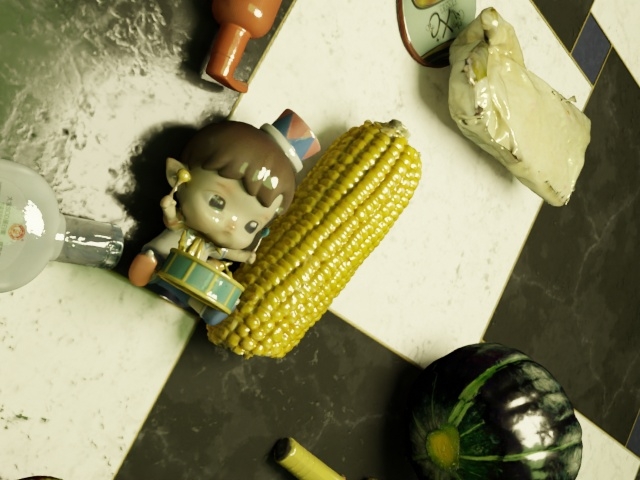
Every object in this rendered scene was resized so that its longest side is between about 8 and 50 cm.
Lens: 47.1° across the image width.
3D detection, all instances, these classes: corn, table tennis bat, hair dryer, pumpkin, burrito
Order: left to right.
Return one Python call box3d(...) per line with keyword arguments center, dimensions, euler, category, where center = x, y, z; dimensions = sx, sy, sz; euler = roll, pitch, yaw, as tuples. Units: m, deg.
box3d(center=(0.000, 0.000, 0.985), dimensions=(0.144, 0.144, 0.387), euler=(46, 73, -35), category="corn")
box3d(center=(0.022, 0.395, 1.113), dimensions=(0.278, 0.090, 0.135), euler=(46, 72, -28), category="hair dryer")
box3d(center=(0.185, -0.420, 1.133), dimensions=(0.174, 0.022, 0.300), euler=(-7, 104, -38), category="table tennis bat")
box3d(center=(0.286, 0.309, 1.165), dimensions=(0.296, 0.296, 0.295), euler=(-8, 103, -38), category="pumpkin")
box3d(center=(0.300, -0.209, 1.187), dimensions=(0.332, 0.135, 0.190), euler=(32, 77, -37), category="burrito")

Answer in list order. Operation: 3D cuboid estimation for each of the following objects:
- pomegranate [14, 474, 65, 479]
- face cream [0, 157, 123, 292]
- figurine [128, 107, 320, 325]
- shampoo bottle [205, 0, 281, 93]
box3d(center=(-0.335, 0.320, 0.728), dimensions=(0.222, 0.204, 0.276), euler=(-38, 117, -10), category="pomegranate")
box3d(center=(-0.344, -0.018, 0.744), dimensions=(0.291, 0.071, 0.143), euler=(11, 92, -39), category="face cream")
box3d(center=(-0.110, -0.043, 0.871), dimensions=(0.161, 0.158, 0.275), euler=(34, 76, -42), category="figurine")
box3d(center=(-0.082, -0.308, 0.899), dimensions=(0.085, 0.085, 0.244), euler=(22, 85, -39), category="shampoo bottle")
